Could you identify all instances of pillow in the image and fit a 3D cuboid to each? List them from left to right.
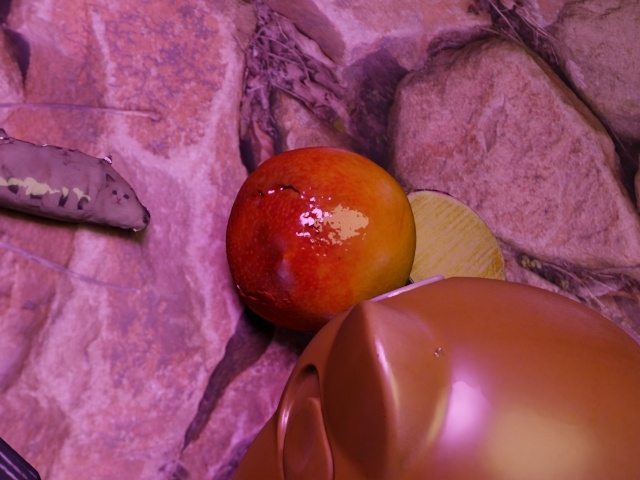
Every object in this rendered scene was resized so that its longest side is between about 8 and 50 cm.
[{"bbox_3d":[-0.298,-0.070,0.989,0.241,0.051,0.093,12,65,-32],"label":"pillow"}]

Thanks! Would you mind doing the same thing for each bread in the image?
[{"bbox_3d":[0.184,0.024,1.319,0.228,0.033,0.229,21,49,-26],"label":"bread"}]

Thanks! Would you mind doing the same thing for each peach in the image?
[{"bbox_3d":[0.000,0.000,1.080,0.230,0.231,0.231,18,57,-30],"label":"peach"}]

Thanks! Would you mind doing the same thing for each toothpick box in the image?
[{"bbox_3d":[0.154,0.234,0.940,0.425,0.409,0.409,15,58,-25],"label":"toothpick box"}]

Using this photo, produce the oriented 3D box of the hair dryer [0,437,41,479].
[{"bbox_3d":[-0.401,0.271,0.712,0.189,0.107,0.352,46,55,-11],"label":"hair dryer"}]
